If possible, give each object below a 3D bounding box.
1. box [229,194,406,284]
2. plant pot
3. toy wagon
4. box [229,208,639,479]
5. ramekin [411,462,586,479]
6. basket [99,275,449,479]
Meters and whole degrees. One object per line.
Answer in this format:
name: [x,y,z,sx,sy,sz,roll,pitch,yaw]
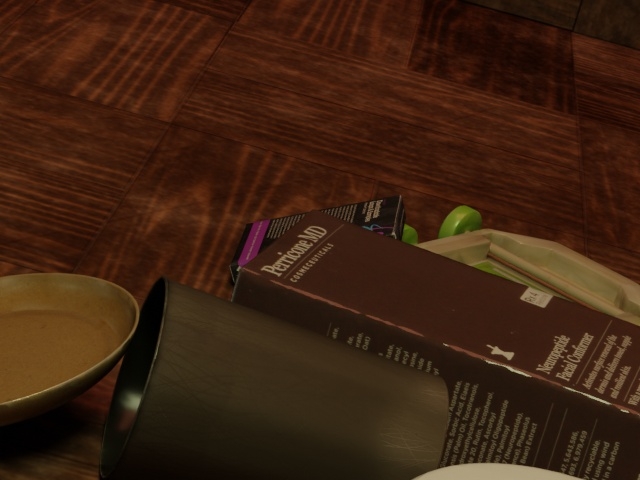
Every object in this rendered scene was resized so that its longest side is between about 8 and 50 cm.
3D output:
box: [0.000,0.000,1.802,0.162,0.029,0.116,-12,18,11]
plant pot: [-0.251,0.087,1.409,0.236,0.032,0.236,-8,23,3]
toy wagon: [0.174,0.061,1.811,0.267,0.068,0.344,29,26,32]
box: [0.121,0.115,1.543,0.381,0.143,0.191,18,21,13]
ramekin: [0.142,0.259,1.196,0.277,0.135,0.277,13,21,-5]
basket: [-0.032,0.131,1.379,0.227,0.154,0.204,17,-9,-10]
